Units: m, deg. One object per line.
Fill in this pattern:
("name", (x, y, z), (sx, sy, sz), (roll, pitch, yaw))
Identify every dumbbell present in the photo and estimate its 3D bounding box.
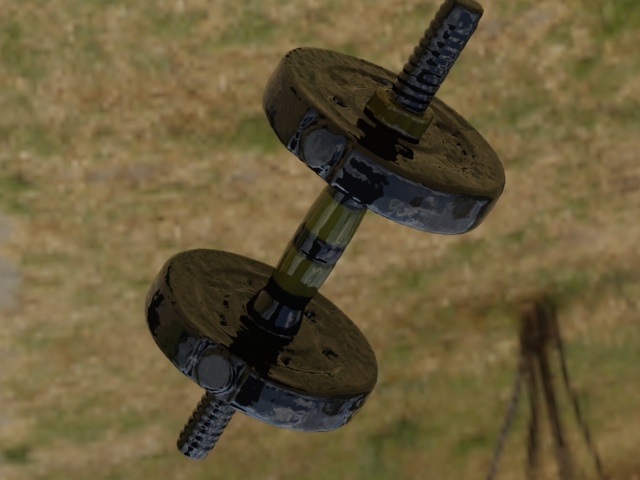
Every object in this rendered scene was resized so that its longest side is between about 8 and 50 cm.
("dumbbell", (0.000, 0.000, 1.024), (0.143, 0.143, 0.325), (12, 120, -37))
